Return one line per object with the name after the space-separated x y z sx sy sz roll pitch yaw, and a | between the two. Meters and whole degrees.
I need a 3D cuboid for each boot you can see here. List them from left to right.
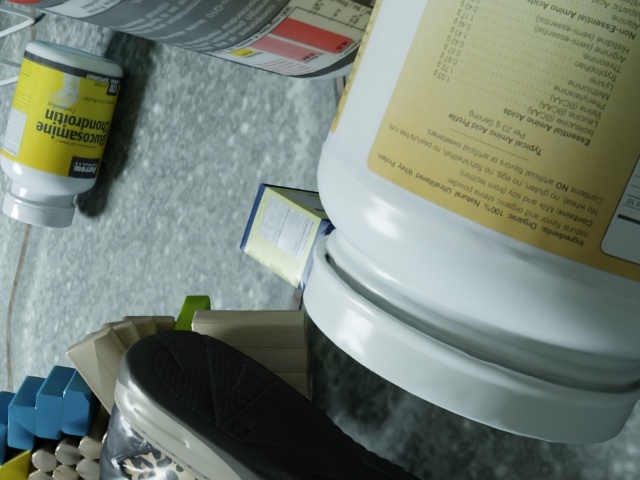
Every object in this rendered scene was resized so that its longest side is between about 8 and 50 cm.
-0.037 0.276 0.641 0.377 0.138 0.284 37 116 14 | boot

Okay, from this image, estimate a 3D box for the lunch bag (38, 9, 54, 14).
-0.254 -0.344 0.940 0.090 0.176 0.219 7 89 6 | lunch bag

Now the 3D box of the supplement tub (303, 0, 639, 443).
0.132 -0.079 0.487 0.228 0.228 0.316 34 109 41 | supplement tub

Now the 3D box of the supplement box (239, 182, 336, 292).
0.000 0.000 0.709 0.083 0.083 0.056 32 108 42 | supplement box

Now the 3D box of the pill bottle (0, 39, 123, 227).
-0.280 -0.111 0.983 0.103 0.103 0.184 27 105 43 | pill bottle

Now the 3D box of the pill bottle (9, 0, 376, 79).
-0.042 -0.216 0.576 0.210 0.363 0.210 -6 82 44 | pill bottle

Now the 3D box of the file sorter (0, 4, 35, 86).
-0.455 -0.333 1.120 0.173 0.193 0.278 -3 84 41 | file sorter

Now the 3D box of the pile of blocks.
-0.165 0.125 0.760 0.362 0.112 0.149 -23 111 11 | pile of blocks
